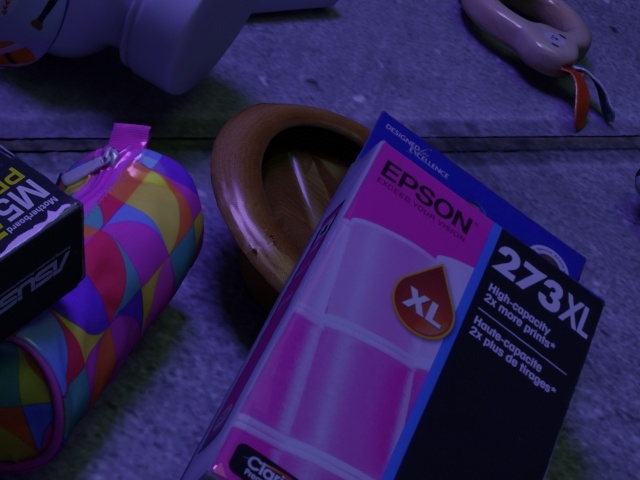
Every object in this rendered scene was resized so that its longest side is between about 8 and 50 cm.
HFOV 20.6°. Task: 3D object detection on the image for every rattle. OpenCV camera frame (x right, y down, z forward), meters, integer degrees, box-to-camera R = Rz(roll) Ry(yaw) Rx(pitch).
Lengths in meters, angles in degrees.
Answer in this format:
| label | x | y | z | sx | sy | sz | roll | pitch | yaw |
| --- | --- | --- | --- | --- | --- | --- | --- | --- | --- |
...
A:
| label | x | y | z | sx | sy | sz | roll | pitch | yaw |
| --- | --- | --- | --- | --- | --- | --- | --- | --- | --- |
| rattle | 0.216 | -0.209 | 1.532 | 0.130 | 0.143 | 0.199 | 27 | 22 | -36 |

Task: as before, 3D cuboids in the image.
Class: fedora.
| label | x | y | z | sx | sy | sz | roll | pitch | yaw |
| --- | --- | --- | --- | --- | --- | --- | --- | --- | --- |
| fedora | 0.000 | 0.000 | 1.139 | 0.194 | 0.079 | 0.194 | 20 | 43 | -20 |

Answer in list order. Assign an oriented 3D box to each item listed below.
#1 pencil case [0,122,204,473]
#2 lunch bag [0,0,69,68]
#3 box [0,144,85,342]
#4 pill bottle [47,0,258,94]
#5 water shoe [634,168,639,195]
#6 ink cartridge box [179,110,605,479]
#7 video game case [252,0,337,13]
| label | x | y | z | sx | sy | sz | roll | pitch | yaw |
| --- | --- | --- | --- | --- | --- | --- | --- | --- | --- |
| pencil case | -0.143 | 0.028 | 0.983 | 0.104 | 0.104 | 0.236 | 28 | 33 | -1 |
| lunch bag | -0.248 | -0.232 | 1.024 | 0.115 | 0.243 | 0.303 | -3 | 16 | -39 |
| box | -0.282 | 0.015 | 0.839 | 0.216 | 0.060 | 0.270 | 33 | 50 | 23 |
| pill bottle | -0.202 | -0.248 | 1.230 | 0.334 | 0.188 | 0.188 | 32 | 33 | 8 |
| water shoe | 0.334 | -0.033 | 1.455 | 0.203 | 0.073 | 0.080 | -7 | 73 | -42 |
| ink cartridge box | 0.060 | 0.066 | 1.025 | 0.176 | 0.069 | 0.371 | 36 | 43 | -8 |
| video game case | -0.116 | -0.263 | 1.428 | 0.227 | 0.026 | 0.206 | -12 | 60 | -43 |
